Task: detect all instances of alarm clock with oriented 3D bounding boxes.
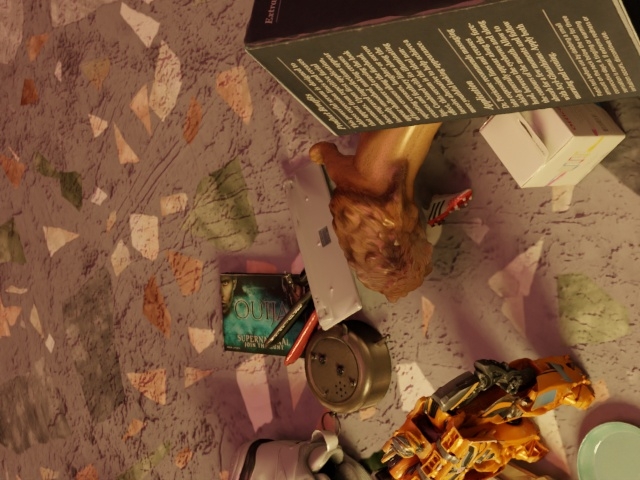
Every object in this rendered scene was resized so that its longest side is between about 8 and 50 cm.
[{"bbox_3d":[0.031,0.198,1.539,0.129,0.064,0.192,28,115,37],"label":"alarm clock"}]

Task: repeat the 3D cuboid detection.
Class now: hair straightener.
[{"bbox_3d":[-0.020,0.065,1.552,0.089,0.047,0.230,35,107,18],"label":"hair straightener"}]

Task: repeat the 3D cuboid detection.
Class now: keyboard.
[{"bbox_3d":[0.000,0.000,1.531,0.072,0.014,0.256,-30,58,24],"label":"keyboard"}]

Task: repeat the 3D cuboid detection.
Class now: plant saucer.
[{"bbox_3d":[0.360,0.271,1.267,0.119,0.021,0.119,4,96,42],"label":"plant saucer"}]

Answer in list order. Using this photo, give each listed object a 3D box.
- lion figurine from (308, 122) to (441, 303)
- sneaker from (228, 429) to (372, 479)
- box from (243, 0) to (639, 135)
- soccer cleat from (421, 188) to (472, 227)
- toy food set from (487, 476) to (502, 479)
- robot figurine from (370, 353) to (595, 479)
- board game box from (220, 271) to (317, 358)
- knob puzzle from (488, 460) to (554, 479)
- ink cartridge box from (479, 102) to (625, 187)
[{"bbox_3d":[0.103,-0.136,1.351,0.240,0.142,0.392,-123,41,-54],"label":"lion figurine"},{"bbox_3d":[-0.007,0.450,1.541,0.210,0.137,0.366,-27,72,44],"label":"sneaker"},{"bbox_3d":[0.153,-0.305,1.160,0.395,0.212,0.294,-4,65,31],"label":"box"},{"bbox_3d":[0.165,-0.050,1.412,0.083,0.029,0.036,-42,71,42],"label":"soccer cleat"},{"bbox_3d":[0.178,0.396,1.392,0.128,0.071,0.218,36,123,49],"label":"toy food set"},{"bbox_3d":[0.188,0.216,1.237,0.085,0.291,0.211,49,124,28],"label":"robot figurine"},{"bbox_3d":[-0.082,0.112,1.655,0.186,0.026,0.126,-1,94,42],"label":"board game box"},{"bbox_3d":[0.276,0.380,1.334,0.213,0.030,0.213,9,101,56],"label":"knob puzzle"},{"bbox_3d":[0.261,-0.124,1.237,0.090,0.143,0.092,-49,62,34],"label":"ink cartridge box"}]
